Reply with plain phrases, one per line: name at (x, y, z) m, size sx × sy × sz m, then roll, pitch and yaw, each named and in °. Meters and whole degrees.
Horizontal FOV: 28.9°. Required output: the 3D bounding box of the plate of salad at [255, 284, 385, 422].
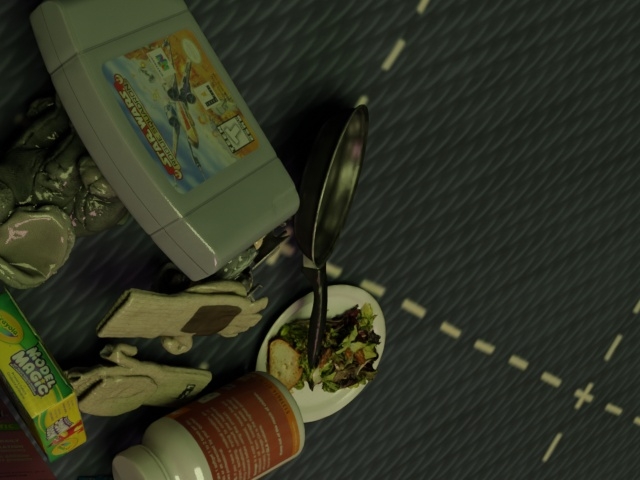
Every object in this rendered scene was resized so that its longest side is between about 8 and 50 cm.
plate of salad at (0.007, 0.151, 1.601) m, size 0.200 × 0.048 × 0.200 m, roll -16°, pitch 120°, yaw -29°

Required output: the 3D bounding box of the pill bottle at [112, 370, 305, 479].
pill bottle at (-0.134, 0.249, 1.483) m, size 0.216 × 0.121 × 0.121 m, roll -24°, pitch 125°, yaw -35°

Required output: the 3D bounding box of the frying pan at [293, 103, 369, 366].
frying pan at (0.010, -0.022, 1.488) m, size 0.326 × 0.053 × 0.197 m, roll 95°, pitch 15°, yaw -48°

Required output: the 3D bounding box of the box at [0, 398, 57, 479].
box at (-0.371, 0.300, 1.278) m, size 0.117 × 0.243 × 0.213 m, roll 3°, pitch 110°, yaw -37°

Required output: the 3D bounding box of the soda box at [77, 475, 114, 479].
soda box at (-0.276, 0.393, 1.510) m, size 0.071 × 0.067 × 0.210 m, roll 6°, pitch 108°, yaw -37°

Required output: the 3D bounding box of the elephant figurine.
elephant figurine at (-0.311, -0.039, 1.216) m, size 0.239 × 0.169 × 0.186 m, roll -34°, pitch 103°, yaw -18°

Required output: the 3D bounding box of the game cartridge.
game cartridge at (-0.148, -0.117, 1.207) m, size 0.297 × 0.062 × 0.198 m, roll 58°, pitch 31°, yaw -6°

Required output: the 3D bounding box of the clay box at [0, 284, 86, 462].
clay box at (-0.295, 0.137, 1.257) m, size 0.053 × 0.127 × 0.222 m, roll -32°, pitch 164°, yaw -17°

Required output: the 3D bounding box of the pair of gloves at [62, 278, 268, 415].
pair of gloves at (-0.185, 0.119, 1.399) m, size 0.204 × 0.042 × 0.240 m, roll 0°, pitch 142°, yaw -40°

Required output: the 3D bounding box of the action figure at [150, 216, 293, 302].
action figure at (-0.128, -0.019, 1.388) m, size 0.185 × 0.099 × 0.285 m, roll -43°, pitch 134°, yaw -20°
